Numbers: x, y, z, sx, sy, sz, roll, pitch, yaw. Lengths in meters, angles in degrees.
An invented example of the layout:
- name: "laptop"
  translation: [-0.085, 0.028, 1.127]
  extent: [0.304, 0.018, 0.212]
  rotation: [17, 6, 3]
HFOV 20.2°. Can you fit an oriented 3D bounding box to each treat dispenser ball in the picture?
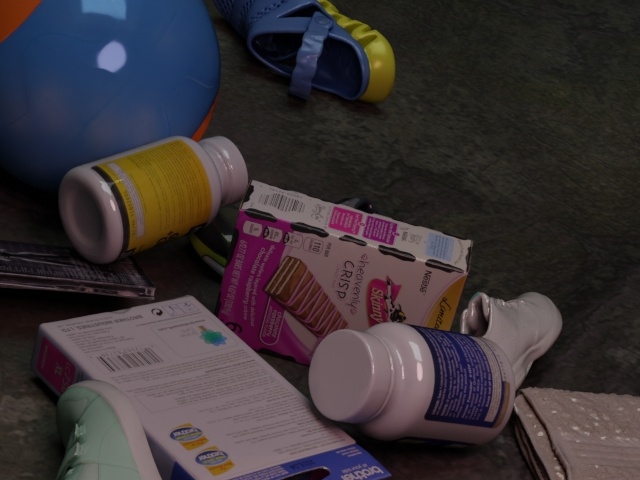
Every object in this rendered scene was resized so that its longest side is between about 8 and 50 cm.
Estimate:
- name: "treat dispenser ball"
  translation: [-0.251, -0.188, 1.955]
  extent: [0.288, 0.288, 0.288]
  rotation: [12, 29, -7]

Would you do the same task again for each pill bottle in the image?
- name: "pill bottle"
  translation: [0.084, 0.134, 1.684]
  extent: [0.187, 0.112, 0.112]
  rotation: [12, 24, -44]
- name: "pill bottle"
  translation: [-0.167, -0.048, 1.836]
  extent: [0.184, 0.103, 0.103]
  rotation: [-21, 45, -36]

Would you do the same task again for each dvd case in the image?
- name: "dvd case"
  translation: [-0.286, 0.026, 1.791]
  extent: [0.221, 0.018, 0.164]
  rotation: [7, 10, -16]

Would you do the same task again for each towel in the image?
- name: "towel"
  translation: [0.335, 0.217, 1.772]
  extent: [0.282, 0.049, 0.187]
  rotation: [5, 31, -18]

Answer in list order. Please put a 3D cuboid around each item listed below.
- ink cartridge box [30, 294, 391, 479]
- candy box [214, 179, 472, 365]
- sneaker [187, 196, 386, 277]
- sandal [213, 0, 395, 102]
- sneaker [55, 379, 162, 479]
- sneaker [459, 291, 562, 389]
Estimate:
- name: "ink cartridge box"
  translation: [-0.104, 0.164, 1.641]
  extent: [0.186, 0.065, 0.311]
  rotation: [-10, 35, -42]
- name: "candy box"
  translation: [0.019, 0.050, 1.801]
  extent: [0.233, 0.159, 0.071]
  rotation: [15, 30, 0]
- name: "sneaker"
  translation: [0.000, 0.000, 1.915]
  extent: [0.300, 0.121, 0.111]
  rotation: [18, 29, 5]
- name: "sandal"
  translation: [-0.046, -0.281, 2.392]
  extent: [0.138, 0.126, 0.317]
  rotation: [-18, 41, -39]
- name: "sneaker"
  translation: [-0.218, 0.202, 1.492]
  extent: [0.151, 0.094, 0.256]
  rotation: [-6, 31, -22]
- name: "sneaker"
  translation: [0.187, 0.087, 1.861]
  extent: [0.094, 0.080, 0.212]
  rotation: [60, 30, -11]
